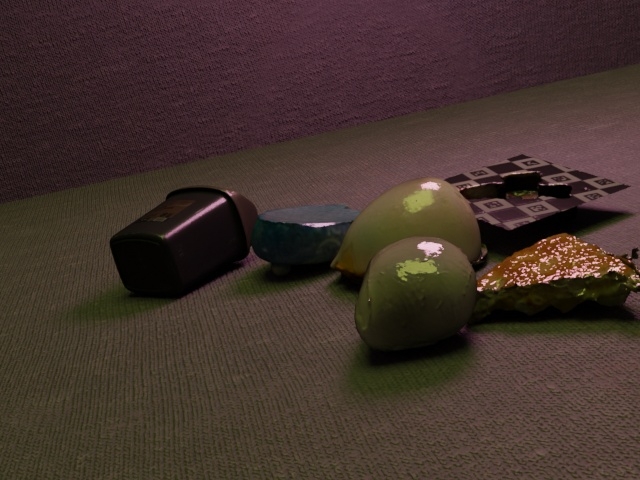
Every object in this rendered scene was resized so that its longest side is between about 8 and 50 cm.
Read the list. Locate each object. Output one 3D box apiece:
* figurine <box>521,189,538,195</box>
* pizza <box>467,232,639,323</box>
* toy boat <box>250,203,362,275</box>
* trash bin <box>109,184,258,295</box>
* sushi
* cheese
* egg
[{"bbox_3d":[0.464,-0.105,2.139,0.083,0.083,0.187,-4,31,24],"label":"figurine"},{"bbox_3d":[0.381,0.070,1.522,0.280,0.075,0.288,-26,18,-29],"label":"pizza"},{"bbox_3d":[0.000,0.000,2.033,0.215,0.123,0.330,13,16,40],"label":"toy boat"},{"bbox_3d":[-0.284,-0.005,2.079,0.209,0.182,0.290,1,25,36],"label":"trash bin"},{"bbox_3d":[0.403,-0.075,1.998,0.339,0.068,0.320,-19,25,-29],"label":"sushi"},{"bbox_3d":[0.145,0.076,1.494,0.189,0.154,0.198,-10,19,12],"label":"cheese"},{"bbox_3d":[0.157,-0.025,1.839,0.286,0.174,0.264,-7,11,27],"label":"egg"}]
